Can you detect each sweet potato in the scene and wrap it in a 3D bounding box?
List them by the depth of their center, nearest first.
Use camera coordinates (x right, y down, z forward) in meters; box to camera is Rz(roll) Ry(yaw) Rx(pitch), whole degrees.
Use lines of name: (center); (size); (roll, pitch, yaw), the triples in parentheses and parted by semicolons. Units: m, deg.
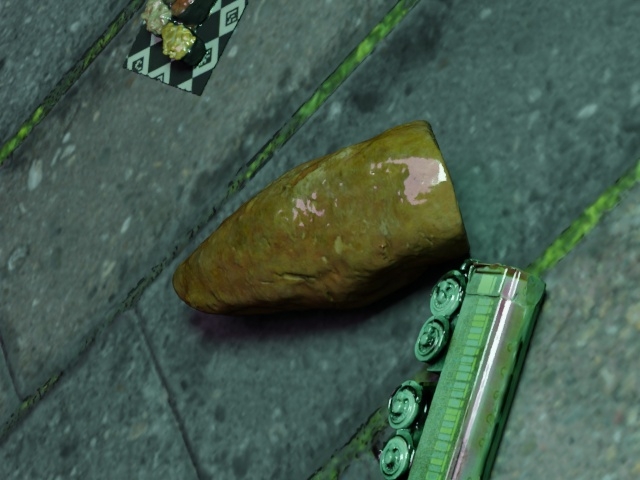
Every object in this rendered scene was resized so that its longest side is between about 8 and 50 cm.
sweet potato: (0.000, 0.000, 1.039); (0.251, 0.097, 0.097); (-24, 53, 41)

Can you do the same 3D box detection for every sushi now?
sushi: (-0.105, -0.184, 1.284); (0.120, 0.026, 0.126); (24, 86, 50)

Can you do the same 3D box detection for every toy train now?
toy train: (0.078, 0.081, 0.946); (0.071, 0.038, 0.148); (7, 75, 47)
